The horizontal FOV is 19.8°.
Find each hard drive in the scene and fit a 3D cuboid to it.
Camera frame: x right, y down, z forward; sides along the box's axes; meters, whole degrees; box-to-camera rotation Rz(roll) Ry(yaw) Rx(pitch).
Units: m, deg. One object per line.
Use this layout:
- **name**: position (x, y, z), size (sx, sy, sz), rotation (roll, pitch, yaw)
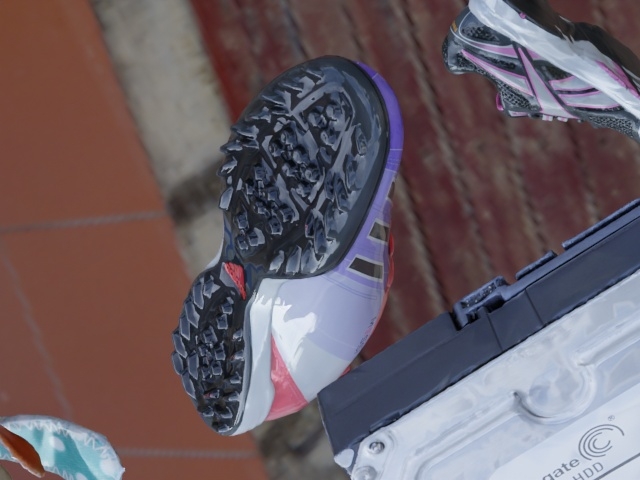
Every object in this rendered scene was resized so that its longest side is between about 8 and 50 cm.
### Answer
- **hard drive**: position (0.185, 0.142, 1.018), size (0.237, 0.064, 0.339), rotation (-32, 124, 10)

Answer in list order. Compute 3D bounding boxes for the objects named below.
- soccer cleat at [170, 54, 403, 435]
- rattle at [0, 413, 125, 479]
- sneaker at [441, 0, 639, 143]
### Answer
- **soccer cleat**: position (0.000, 0.000, 1.098), size (0.108, 0.116, 0.318), rotation (56, 146, 27)
- **rattle**: position (-0.160, 0.057, 0.678), size (0.130, 0.142, 0.200), rotation (20, 140, -25)
- **sneaker**: position (0.157, -0.110, 1.236), size (0.178, 0.072, 0.077), rotation (32, 120, -18)
